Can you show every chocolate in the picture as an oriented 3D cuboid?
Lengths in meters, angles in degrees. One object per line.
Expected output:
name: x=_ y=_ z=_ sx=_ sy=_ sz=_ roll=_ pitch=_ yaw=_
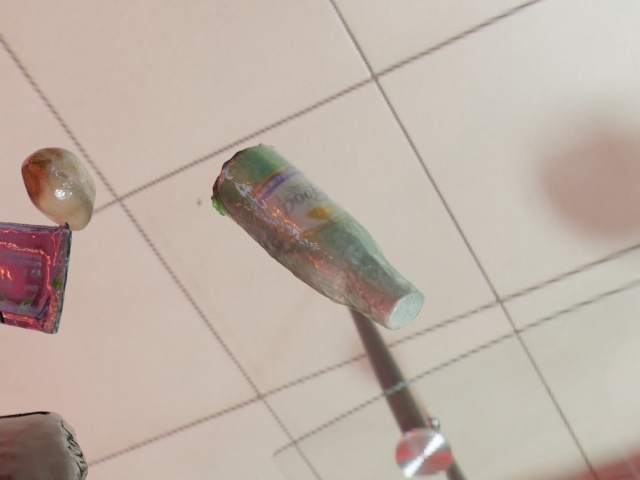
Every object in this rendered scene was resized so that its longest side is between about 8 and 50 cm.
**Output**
chocolate: x=0.000 y=0.000 z=1.291 sx=0.110 sy=0.291 sz=0.110 roll=-29 pitch=140 yaw=-28

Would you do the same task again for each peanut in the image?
peanut: x=-0.300 y=-0.058 z=1.334 sx=0.076 sy=0.076 sz=0.152 roll=-6 pitch=158 yaw=7

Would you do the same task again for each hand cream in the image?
hand cream: x=-0.301 y=0.021 z=0.965 sx=0.275 sy=0.050 sz=0.079 roll=5 pitch=112 yaw=39

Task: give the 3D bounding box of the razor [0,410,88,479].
razor: x=-0.277 y=0.151 z=0.516 sx=0.349 sy=0.204 sz=0.113 roll=2 pitch=107 yaw=-12
